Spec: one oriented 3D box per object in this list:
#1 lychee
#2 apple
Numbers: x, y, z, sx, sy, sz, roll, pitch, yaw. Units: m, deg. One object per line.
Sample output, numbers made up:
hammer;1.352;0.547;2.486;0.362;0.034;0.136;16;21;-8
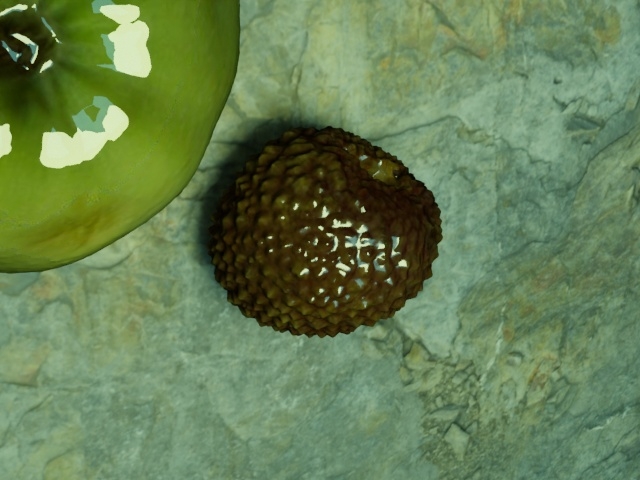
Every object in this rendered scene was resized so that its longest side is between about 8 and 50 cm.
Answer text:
lychee;0.000;0.000;1.242;0.267;0.267;0.267;-14;119;-27
apple;-0.277;-0.187;0.862;0.474;0.473;0.473;-14;119;-27
